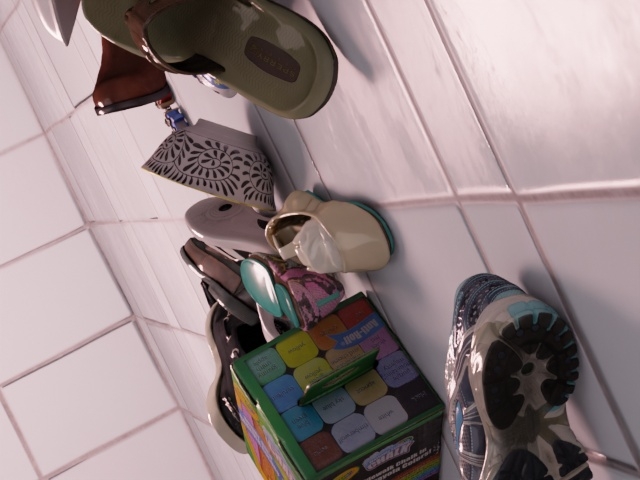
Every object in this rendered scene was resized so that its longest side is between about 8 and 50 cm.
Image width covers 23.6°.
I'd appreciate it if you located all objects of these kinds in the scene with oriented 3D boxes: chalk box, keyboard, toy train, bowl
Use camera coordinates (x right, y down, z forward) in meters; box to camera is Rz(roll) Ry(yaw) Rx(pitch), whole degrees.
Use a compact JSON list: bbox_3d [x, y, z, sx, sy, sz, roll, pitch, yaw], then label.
[{"bbox_3d":[0.019,0.196,1.720,0.179,0.180,0.289,54,162,30],"label":"chalk box"},{"bbox_3d":[-0.143,0.102,2.388,0.192,0.038,0.100,15,-127,-85],"label":"keyboard"},{"bbox_3d":[-0.225,-0.207,2.171,0.158,0.027,0.036,60,155,14],"label":"toy train"},{"bbox_3d":[-0.122,-0.097,1.828,0.170,0.170,0.080,27,99,67],"label":"bowl"}]

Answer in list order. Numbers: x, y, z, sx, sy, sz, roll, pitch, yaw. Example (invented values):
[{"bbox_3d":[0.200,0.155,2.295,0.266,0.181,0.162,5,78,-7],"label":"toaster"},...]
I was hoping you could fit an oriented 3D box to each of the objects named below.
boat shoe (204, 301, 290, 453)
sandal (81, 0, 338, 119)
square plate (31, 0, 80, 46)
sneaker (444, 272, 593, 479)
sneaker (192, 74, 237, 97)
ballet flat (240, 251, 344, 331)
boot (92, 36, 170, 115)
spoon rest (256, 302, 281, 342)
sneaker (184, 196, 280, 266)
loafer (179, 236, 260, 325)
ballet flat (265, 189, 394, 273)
[{"bbox_3d":[-0.090,0.161,2.169,0.127,0.113,0.340,45,-162,-17],"label":"boat shoe"},{"bbox_3d":[-0.118,-0.206,1.461,0.302,0.086,0.120,26,114,30],"label":"sandal"},{"bbox_3d":[-0.346,-0.450,1.810,0.347,0.049,0.344,-94,-7,-57],"label":"square plate"},{"bbox_3d":[0.160,0.152,1.302,0.122,0.110,0.283,-125,29,-55],"label":"sneaker"},{"bbox_3d":[-0.136,-0.215,1.785,0.144,0.053,0.059,50,163,45],"label":"sneaker"},{"bbox_3d":[-0.025,0.051,1.713,0.221,0.079,0.077,-157,49,-71],"label":"ballet flat"},{"bbox_3d":[-0.251,-0.308,1.822,0.264,0.096,0.280,-65,-39,-58],"label":"boot"},{"bbox_3d":[-0.062,0.063,1.959,0.276,0.084,0.137,52,162,35],"label":"spoon rest"},{"bbox_3d":[-0.079,0.026,1.877,0.217,0.079,0.121,20,139,45],"label":"sneaker"},{"bbox_3d":[-0.125,0.040,2.198,0.096,0.084,0.267,35,-176,-28],"label":"loafer"},{"bbox_3d":[0.000,0.000,1.628,0.086,0.086,0.248,66,165,-13],"label":"ballet flat"}]
